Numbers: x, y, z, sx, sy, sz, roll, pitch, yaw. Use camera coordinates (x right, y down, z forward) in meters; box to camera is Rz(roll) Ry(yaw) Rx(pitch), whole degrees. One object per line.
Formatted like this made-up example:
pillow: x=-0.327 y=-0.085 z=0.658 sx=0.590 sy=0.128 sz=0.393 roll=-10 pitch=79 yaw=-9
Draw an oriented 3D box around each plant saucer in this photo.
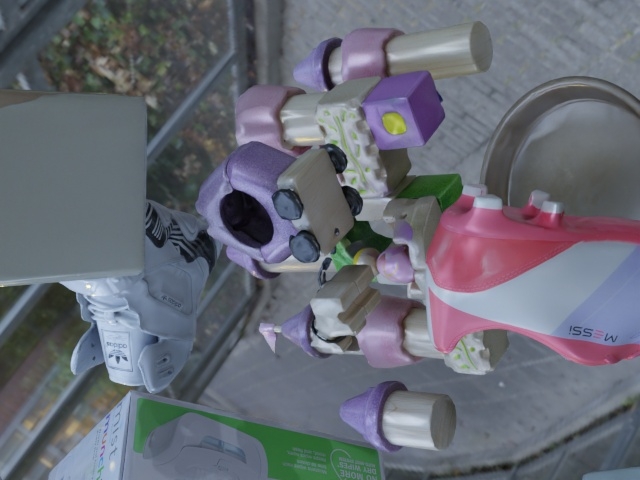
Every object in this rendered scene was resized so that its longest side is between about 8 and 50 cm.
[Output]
plant saucer: x=0.293 y=-0.047 z=1.052 sx=0.041 sy=0.278 sz=0.277 roll=-6 pitch=-170 yaw=-37

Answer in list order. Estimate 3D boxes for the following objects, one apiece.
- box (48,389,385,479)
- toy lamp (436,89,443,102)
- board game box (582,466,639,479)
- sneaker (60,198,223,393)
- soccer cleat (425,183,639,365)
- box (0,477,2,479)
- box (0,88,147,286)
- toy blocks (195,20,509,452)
box: x=-0.107 y=0.265 z=0.871 sx=0.261 sy=0.127 sz=0.231 roll=18 pitch=140 yaw=-25
toy lamp: x=0.023 y=-0.103 z=1.120 sx=0.080 sy=0.274 sz=0.080 roll=48 pitch=-173 yaw=-8
board game box: x=0.292 y=0.186 z=0.405 sx=0.303 sy=0.098 sz=0.224 roll=-12 pitch=128 yaw=20
sneaker: x=-0.230 y=0.058 z=1.028 sx=0.137 sy=0.210 sz=0.366 roll=9 pitch=176 yaw=21
soccer cleat: x=0.179 y=0.031 z=0.502 sx=0.247 sy=0.095 sz=0.083 roll=9 pitch=-165 yaw=-1
box: x=-0.185 y=0.103 z=0.306 sx=0.322 sy=0.058 sz=0.232 roll=63 pitch=-175 yaw=2
box: x=-0.275 y=-0.036 z=0.565 sx=0.311 sy=0.121 sz=0.148 roll=-4 pitch=-169 yaw=-40
toy blocks: x=0.000 y=0.000 z=0.773 sx=0.260 sy=0.309 sz=0.289 roll=-1 pitch=122 yaw=37
